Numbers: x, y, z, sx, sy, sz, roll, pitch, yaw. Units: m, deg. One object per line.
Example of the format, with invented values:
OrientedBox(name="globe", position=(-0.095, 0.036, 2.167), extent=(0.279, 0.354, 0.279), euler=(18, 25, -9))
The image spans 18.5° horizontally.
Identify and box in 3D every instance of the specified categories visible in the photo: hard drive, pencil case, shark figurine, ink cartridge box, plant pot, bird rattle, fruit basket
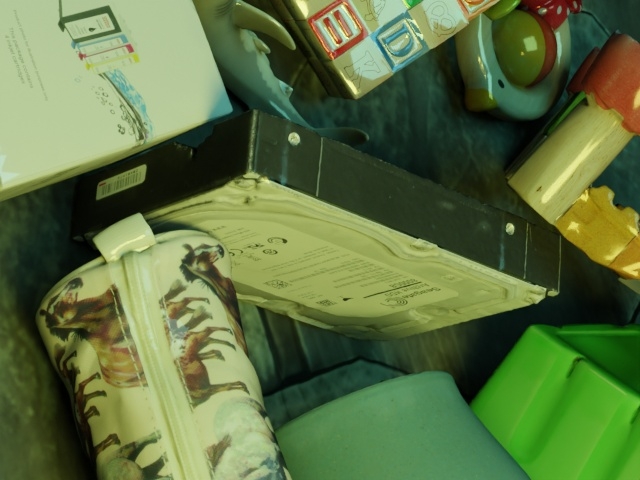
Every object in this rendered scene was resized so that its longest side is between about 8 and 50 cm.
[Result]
OrientedBox(name="hard drive", position=(0.000, 0.000, 1.611), extent=(0.339, 0.237, 0.064), euler=(20, 65, -38))
OrientedBox(name="pencil case", position=(-0.090, 0.192, 1.463), extent=(0.159, 0.183, 0.410), euler=(-14, 69, -15))
OrientedBox(name="shark figurine", position=(-0.086, -0.145, 1.695), extent=(0.116, 0.166, 0.278), euler=(-44, 128, -15))
OrientedBox(name="ink cartridge box", position=(-0.223, -0.126, 1.489), extent=(0.232, 0.171, 0.168), euler=(-22, 92, -44))
OrientedBox(name="plant pot", position=(0.069, 0.253, 1.595), extent=(0.271, 0.271, 0.255), euler=(-8, 70, -43))
OrientedBox(name="bird rattle", position=(0.190, -0.221, 1.965), extent=(0.253, 0.143, 0.207), euler=(-4, 92, -56))
OrientedBox(name="fruit basket", position=(0.285, 0.297, 1.764), extent=(0.283, 0.392, 0.392), euler=(2, 76, -42))

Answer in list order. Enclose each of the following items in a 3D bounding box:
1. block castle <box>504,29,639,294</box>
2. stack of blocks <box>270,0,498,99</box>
OrientedBox(name="block castle", position=(0.336, -0.045, 1.759), extent=(0.303, 0.213, 0.453), euler=(42, 6, 2))
OrientedBox(name="stack of blocks", position=(0.011, -0.296, 1.760), extent=(0.171, 0.087, 0.297), euler=(-35, 103, -9))
